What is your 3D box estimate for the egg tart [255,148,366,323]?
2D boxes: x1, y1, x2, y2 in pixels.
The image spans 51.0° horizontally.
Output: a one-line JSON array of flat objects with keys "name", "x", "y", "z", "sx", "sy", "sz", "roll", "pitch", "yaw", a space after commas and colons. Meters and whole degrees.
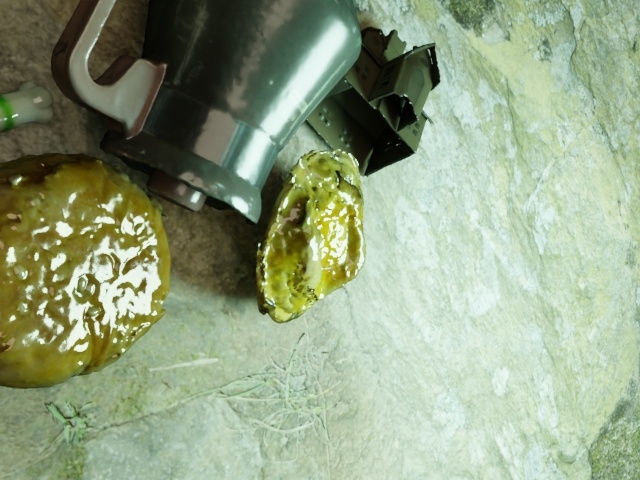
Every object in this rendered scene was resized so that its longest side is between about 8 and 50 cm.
[{"name": "egg tart", "x": 0.000, "y": 0.000, "z": 1.045, "sx": 0.297, "sy": 0.132, "sz": 0.297, "roll": -51, "pitch": 152, "yaw": -42}]

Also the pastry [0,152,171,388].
[{"name": "pastry", "x": -0.341, "y": 0.035, "z": 0.839, "sx": 0.315, "sy": 0.184, "sz": 0.285, "roll": -28, "pitch": 114, "yaw": -52}]

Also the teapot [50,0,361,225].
[{"name": "teapot", "x": -0.149, "y": -0.228, "z": 0.898, "sx": 0.376, "sy": 0.305, "sz": 0.362, "roll": 29, "pitch": 81, "yaw": -49}]

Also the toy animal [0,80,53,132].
[{"name": "toy animal", "x": -0.473, "y": -0.123, "z": 0.749, "sx": 0.363, "sy": 0.180, "sz": 0.181, "roll": -48, "pitch": 112, "yaw": -26}]

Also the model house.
[{"name": "model house", "x": 0.113, "y": -0.281, "z": 1.158, "sx": 0.211, "sy": 0.204, "sz": 0.244, "roll": 42, "pitch": 52, "yaw": -28}]
